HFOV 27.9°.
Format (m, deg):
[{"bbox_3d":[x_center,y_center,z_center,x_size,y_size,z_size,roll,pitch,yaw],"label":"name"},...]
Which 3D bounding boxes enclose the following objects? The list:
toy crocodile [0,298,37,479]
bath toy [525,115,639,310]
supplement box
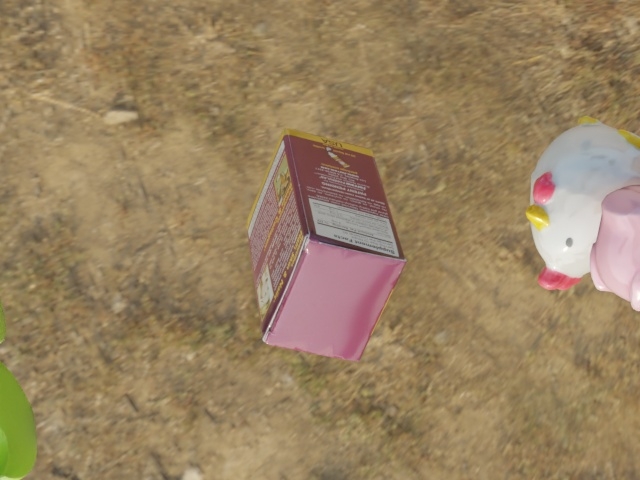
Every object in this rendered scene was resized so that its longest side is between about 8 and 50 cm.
[{"bbox_3d":[-0.238,0.006,0.629,0.115,0.105,0.340,-20,132,-4],"label":"toy crocodile"},{"bbox_3d":[0.244,0.009,0.834,0.151,0.348,0.129,30,91,-30],"label":"bath toy"},{"bbox_3d":[0.000,0.000,0.526,0.043,0.083,0.055,13,123,-18],"label":"supplement box"}]
